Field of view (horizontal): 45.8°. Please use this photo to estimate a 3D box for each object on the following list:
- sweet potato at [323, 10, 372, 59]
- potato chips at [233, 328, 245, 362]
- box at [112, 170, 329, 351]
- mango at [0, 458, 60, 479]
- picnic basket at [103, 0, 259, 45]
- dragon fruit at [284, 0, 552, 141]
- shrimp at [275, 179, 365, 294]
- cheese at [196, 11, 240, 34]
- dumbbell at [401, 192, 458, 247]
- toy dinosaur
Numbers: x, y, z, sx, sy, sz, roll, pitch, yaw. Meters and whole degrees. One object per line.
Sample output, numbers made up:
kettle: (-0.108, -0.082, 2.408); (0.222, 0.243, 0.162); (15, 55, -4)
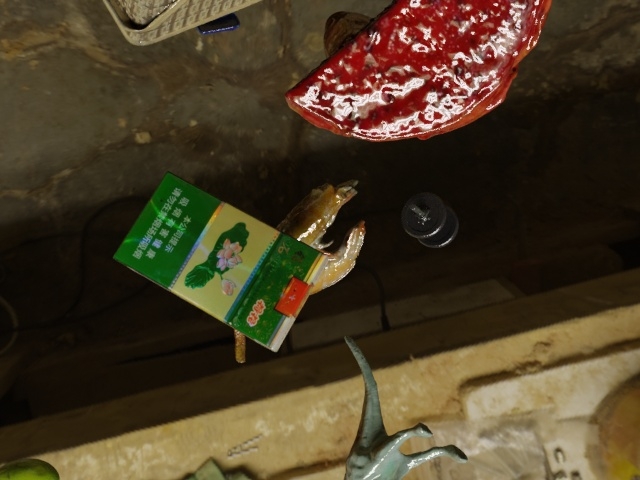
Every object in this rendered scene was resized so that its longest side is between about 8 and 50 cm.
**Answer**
sweet potato: (0.034, -0.139, 0.578); (0.058, 0.202, 0.055); (10, 114, -14)
potato chips: (-0.163, 0.144, 1.525); (0.026, 0.037, 0.204); (0, 102, -10)
box: (-0.122, 0.022, 0.926); (0.235, 0.034, 0.132); (29, 79, 13)
mango: (-0.579, 0.480, 1.454); (0.163, 0.089, 0.117); (-42, 78, 3)
picnic basket: (-0.151, -0.414, 0.941); (0.312, 0.175, 0.228); (-30, 85, -24)
dragon fruit: (0.067, -0.111, 0.422); (0.162, 0.106, 0.083); (-42, 101, 16)
shrimp: (-0.002, -0.002, 1.022); (0.132, 0.052, 0.187); (26, 107, -40)
cheese: (-0.206, -0.440, 1.366); (0.156, 0.250, 0.064); (-15, 138, -14)
dumbbell: (0.161, -0.029, 1.109); (0.069, 0.147, 0.069); (-8, 73, 26)
toy dinosaur: (0.110, 0.337, 1.220); (0.205, 0.092, 0.393); (-31, 80, 21)
